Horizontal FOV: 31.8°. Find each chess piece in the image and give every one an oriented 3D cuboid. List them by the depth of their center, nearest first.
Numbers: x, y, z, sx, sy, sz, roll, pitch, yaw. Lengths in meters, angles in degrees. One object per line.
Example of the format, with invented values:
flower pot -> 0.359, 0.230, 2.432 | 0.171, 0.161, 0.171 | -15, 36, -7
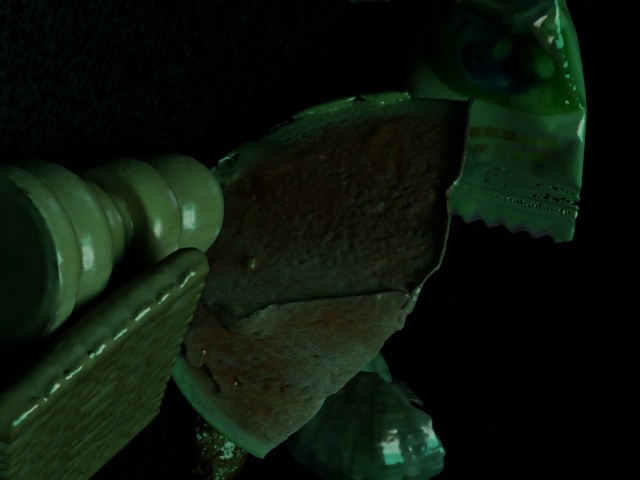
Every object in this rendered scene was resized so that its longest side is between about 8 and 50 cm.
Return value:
chess piece -> -0.178, -0.008, 0.906 | 0.261, 0.143, 0.142 | -23, 129, -59

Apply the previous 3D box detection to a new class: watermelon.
watermelon -> -0.033, -0.002, 1.085 | 0.319, 0.222, 0.292 | -45, -154, 44

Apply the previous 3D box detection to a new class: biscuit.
biscuit -> -0.196, 0.139, 0.925 | 0.217, 0.044, 0.325 | -44, 169, -32

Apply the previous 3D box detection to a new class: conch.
conch -> 0.023, 0.190, 1.272 | 0.195, 0.220, 0.277 | -56, -171, -30

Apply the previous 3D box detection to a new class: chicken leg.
chicken leg -> -0.127, 0.236, 1.213 | 0.106, 0.051, 0.253 | 11, 101, -53

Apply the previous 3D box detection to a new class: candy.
candy -> 0.182, -0.198, 1.203 | 0.172, 0.263, 0.398 | -36, 139, -60

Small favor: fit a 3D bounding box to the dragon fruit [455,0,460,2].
dragon fruit -> 0.195, -0.312, 1.015 | 0.236, 0.137, 0.135 | -65, 174, 21
